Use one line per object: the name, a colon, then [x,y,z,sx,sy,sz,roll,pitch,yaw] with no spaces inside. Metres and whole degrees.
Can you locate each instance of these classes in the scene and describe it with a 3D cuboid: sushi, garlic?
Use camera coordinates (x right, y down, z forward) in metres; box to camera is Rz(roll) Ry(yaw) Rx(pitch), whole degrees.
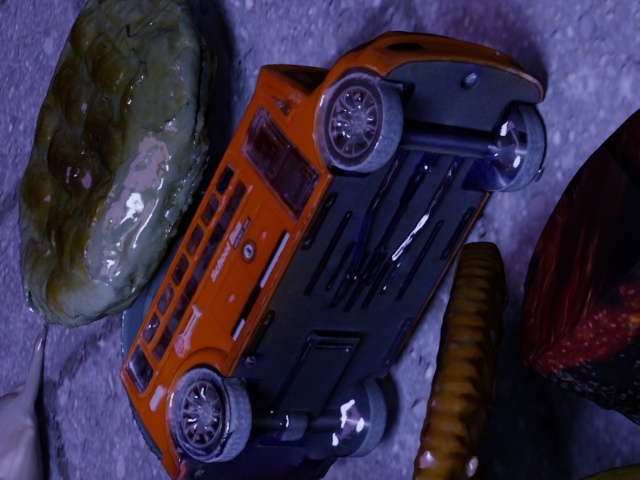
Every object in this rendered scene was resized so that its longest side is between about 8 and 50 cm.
sushi: [0.198,0.003,0.869,0.225,0.126,0.136,-51,22,48]
garlic: [-0.298,0.210,1.633,0.266,0.128,0.148,-51,59,26]

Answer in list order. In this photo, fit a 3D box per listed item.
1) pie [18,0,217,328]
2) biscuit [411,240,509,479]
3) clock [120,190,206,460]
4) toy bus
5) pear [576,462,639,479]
pie: [-0.170,-0.073,1.429,0.306,0.071,0.306,-34,49,52]
biscuit: [0.068,0.148,0.995,0.305,0.038,0.305,11,-90,-85]
clock: [-0.084,0.069,1.362,0.215,0.042,0.215,-6,82,55]
toy bus: [0.000,0.000,1.136,0.153,0.143,0.329,50,123,39]
pear: [0.173,0.200,0.861,0.197,0.197,0.197,-7,81,55]
